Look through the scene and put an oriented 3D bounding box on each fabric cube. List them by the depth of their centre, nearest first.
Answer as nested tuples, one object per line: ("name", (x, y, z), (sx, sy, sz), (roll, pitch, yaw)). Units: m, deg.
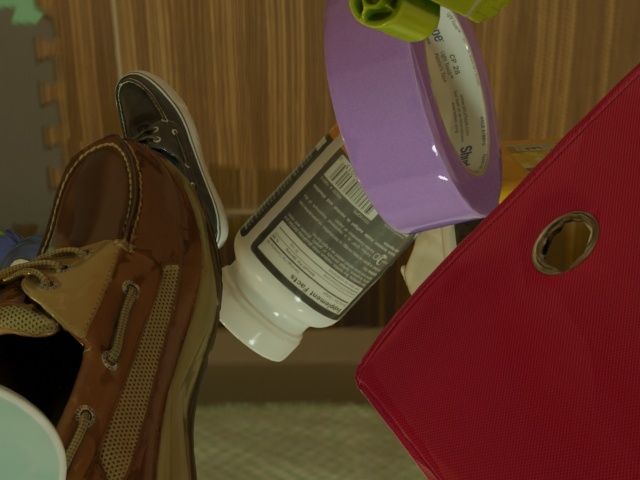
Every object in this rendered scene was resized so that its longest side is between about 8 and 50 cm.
("fabric cube", (0.217, 0.100, 0.630), (0.254, 0.258, 0.259), (-47, 120, 4))

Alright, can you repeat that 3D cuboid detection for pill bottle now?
("pill bottle", (0.000, 0.000, 1.570), (0.162, 0.162, 0.278), (39, 102, -22))

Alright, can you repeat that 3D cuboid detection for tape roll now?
("tape roll", (0.100, -0.148, 1.361), (0.090, 0.275, 0.275), (-14, 121, 22))

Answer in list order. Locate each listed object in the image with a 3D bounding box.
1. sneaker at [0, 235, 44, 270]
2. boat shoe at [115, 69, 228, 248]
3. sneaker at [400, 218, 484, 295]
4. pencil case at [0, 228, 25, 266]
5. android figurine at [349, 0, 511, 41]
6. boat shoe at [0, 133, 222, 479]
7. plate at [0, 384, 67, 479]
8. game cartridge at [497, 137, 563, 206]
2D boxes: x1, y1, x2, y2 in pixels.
("sneaker", (-0.223, 0.143, 1.047), (0.112, 0.131, 0.296), (-7, 87, 25))
("boat shoe", (-0.178, -0.087, 1.468), (0.080, 0.076, 0.228), (-26, 81, 24))
("sneaker", (0.173, 0.089, 1.820), (0.106, 0.123, 0.290), (6, 82, -39))
("pencil case", (-0.289, 0.087, 1.458), (0.119, 0.306, 0.133), (13, 101, -50))
("android figurine", (0.123, -0.243, 0.937), (0.056, 0.273, 0.248), (42, 108, 17))
("boat shoe", (-0.135, 0.059, 0.748), (0.122, 0.324, 0.120), (-31, 133, 27))
("plate", (-0.177, 0.084, 0.428), (0.188, 0.024, 0.188), (-14, 144, -10))
("game cartridge", (0.357, -0.088, 1.631), (0.324, 0.285, 0.052), (-5, 103, 0))
